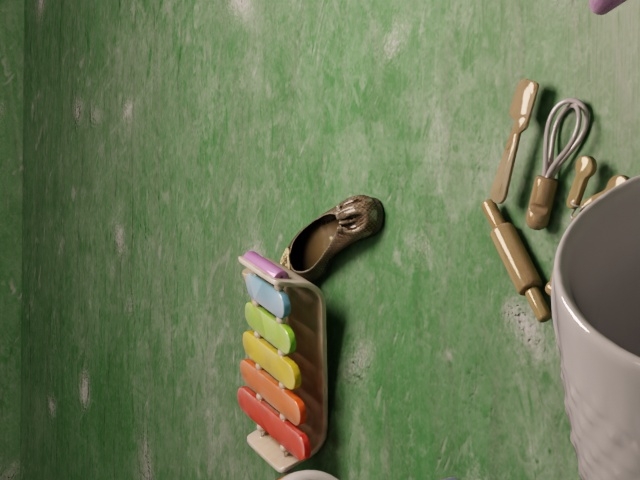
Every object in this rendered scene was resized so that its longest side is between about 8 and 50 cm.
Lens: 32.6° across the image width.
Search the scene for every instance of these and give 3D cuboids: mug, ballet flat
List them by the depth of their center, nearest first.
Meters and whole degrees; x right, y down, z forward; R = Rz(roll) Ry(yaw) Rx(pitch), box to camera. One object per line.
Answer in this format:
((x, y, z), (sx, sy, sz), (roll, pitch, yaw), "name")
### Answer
((0.305, 0.123, 0.851), (0.374, 0.276, 0.328), (43, 152, 53), "mug")
((0.000, 0.000, 1.548), (0.250, 0.058, 0.084), (-33, 62, 53), "ballet flat")

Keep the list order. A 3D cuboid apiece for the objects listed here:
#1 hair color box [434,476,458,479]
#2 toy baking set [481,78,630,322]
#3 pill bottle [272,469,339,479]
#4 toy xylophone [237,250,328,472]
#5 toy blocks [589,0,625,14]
((0.060, 0.472, 1.334), (0.113, 0.185, 0.374), (49, 129, 45), "hair color box")
((0.251, -0.042, 1.187), (0.197, 0.030, 0.256), (-55, 47, 38), "toy baking set")
((-0.072, 0.429, 1.562), (0.278, 0.162, 0.162), (-34, 62, 52), "pill bottle")
((-0.068, 0.166, 1.600), (0.236, 0.081, 0.323), (16, 115, 58), "toy xylophone")
((0.264, -0.279, 0.824), (0.260, 0.288, 0.309), (-56, 7, 32), "toy blocks")
